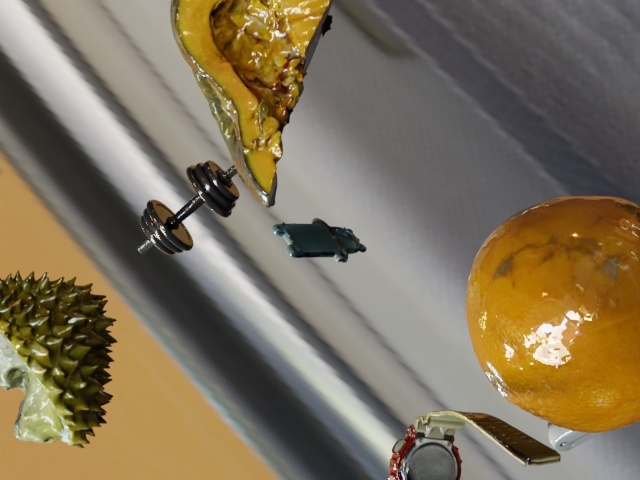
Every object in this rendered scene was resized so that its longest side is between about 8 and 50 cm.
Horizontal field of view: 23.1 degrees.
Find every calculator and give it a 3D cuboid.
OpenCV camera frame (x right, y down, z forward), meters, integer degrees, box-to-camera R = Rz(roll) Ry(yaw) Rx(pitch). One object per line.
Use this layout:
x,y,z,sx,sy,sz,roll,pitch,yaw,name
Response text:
0.000,0.000,2.246,0.141,0.094,0.019,-1,-50,-35,calculator

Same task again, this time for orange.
0.335,0.090,1.969,0.312,0.312,0.312,-52,-8,-11,orange

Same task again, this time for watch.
0.182,0.293,1.880,0.268,0.102,0.165,20,100,63,watch

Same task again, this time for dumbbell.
-0.196,-0.050,2.353,0.208,0.099,0.099,-40,-6,11,dumbbell

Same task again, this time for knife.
0.464,0.250,2.370,0.265,0.041,0.073,-31,-42,24,knife

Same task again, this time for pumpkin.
-0.044,-0.194,1.711,0.190,0.281,0.139,-26,-5,-5,pumpkin

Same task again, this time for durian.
-0.317,0.147,1.792,0.306,0.166,0.172,101,170,-69,durian
